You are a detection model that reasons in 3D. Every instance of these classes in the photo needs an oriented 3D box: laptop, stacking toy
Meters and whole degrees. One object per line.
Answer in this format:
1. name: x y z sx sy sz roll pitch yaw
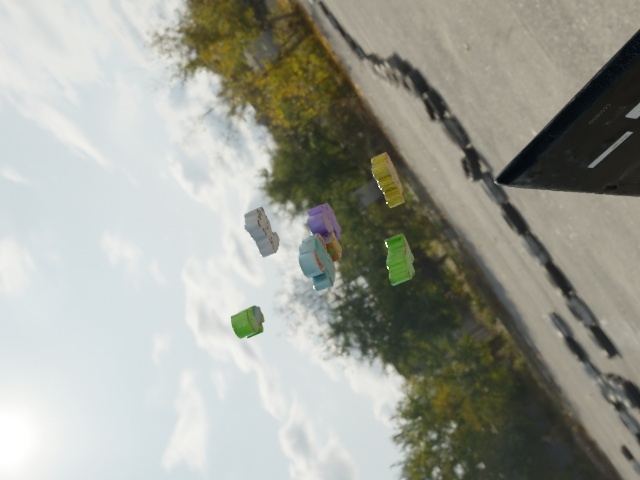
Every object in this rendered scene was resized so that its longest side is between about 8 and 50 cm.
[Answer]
1. laptop: 0.279 -0.152 0.589 0.264 0.234 0.136 1 -124 -28
2. stacking toy: 0.000 0.000 0.741 0.052 0.167 0.221 61 -165 -24
